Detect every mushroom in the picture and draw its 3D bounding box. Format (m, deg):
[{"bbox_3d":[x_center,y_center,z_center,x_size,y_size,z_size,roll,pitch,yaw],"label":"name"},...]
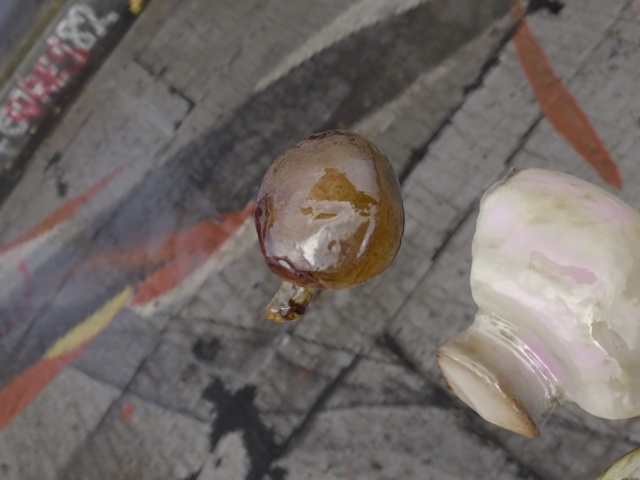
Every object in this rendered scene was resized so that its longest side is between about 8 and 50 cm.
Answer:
[{"bbox_3d":[-0.002,0.003,0.744,0.129,0.088,0.073,-66,-5,25],"label":"mushroom"},{"bbox_3d":[0.215,0.038,1.046,0.173,0.162,0.236,14,47,43],"label":"mushroom"}]

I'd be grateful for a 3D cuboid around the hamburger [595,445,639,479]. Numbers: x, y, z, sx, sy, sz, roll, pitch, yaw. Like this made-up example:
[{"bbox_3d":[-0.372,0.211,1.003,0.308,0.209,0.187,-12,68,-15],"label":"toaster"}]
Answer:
[{"bbox_3d":[0.226,0.206,0.788,0.185,0.159,0.131,-48,26,15],"label":"hamburger"}]
